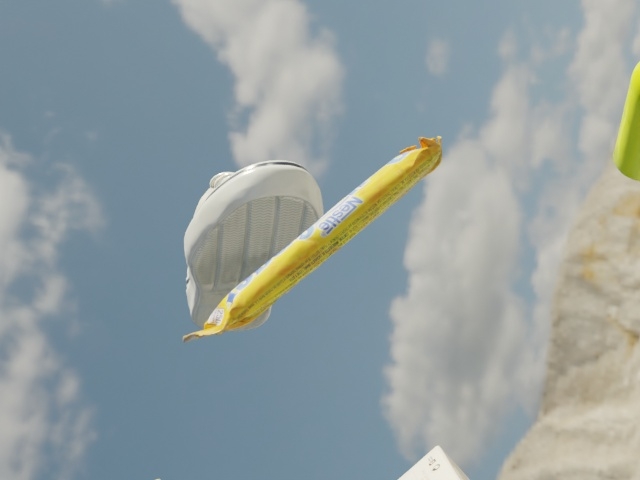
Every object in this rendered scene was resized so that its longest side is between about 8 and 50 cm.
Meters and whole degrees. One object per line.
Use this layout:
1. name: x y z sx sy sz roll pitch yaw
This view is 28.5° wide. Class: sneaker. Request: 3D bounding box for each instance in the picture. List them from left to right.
1. sneaker: -0.061 -0.012 0.922 0.258 0.094 0.091 125 142 -64

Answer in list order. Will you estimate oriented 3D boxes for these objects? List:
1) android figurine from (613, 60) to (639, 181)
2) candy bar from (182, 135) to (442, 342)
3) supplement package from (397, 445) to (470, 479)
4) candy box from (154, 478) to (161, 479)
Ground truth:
1. android figurine: 0.301 -0.038 0.777 0.056 0.248 0.273 -44 -26 -26
2. candy bar: 0.000 0.000 0.602 0.161 0.018 0.040 -40 5 -23
3. supplement package: 0.081 0.389 1.278 0.293 0.177 0.175 -41 13 2
4. candy box: -0.191 0.313 1.294 0.109 0.186 0.053 49 -129 -12
